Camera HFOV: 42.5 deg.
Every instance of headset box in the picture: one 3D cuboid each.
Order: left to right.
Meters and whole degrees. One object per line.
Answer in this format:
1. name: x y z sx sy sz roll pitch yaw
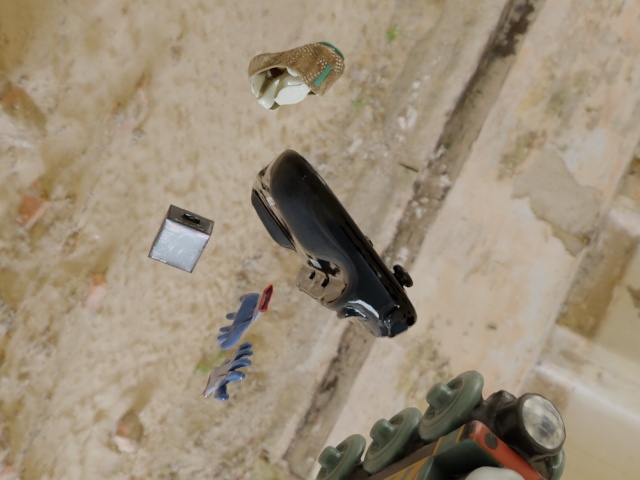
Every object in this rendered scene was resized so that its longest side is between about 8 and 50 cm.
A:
1. headset box: -0.178 -0.004 1.058 0.083 0.062 0.032 -56 -161 38

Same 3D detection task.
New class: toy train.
1. toy train: 0.078 0.250 0.733 0.334 0.142 0.190 -43 -172 44

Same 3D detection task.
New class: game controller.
1. game controller: 0.000 0.000 0.738 0.067 0.166 0.319 -28 -175 -7

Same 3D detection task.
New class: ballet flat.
1. ballet flat: -0.047 -0.196 1.011 0.067 0.073 0.206 -59 -156 -16

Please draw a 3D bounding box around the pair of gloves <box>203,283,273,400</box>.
1. pair of gloves: -0.130 0.157 1.244 0.159 0.023 0.198 -39 -152 52
